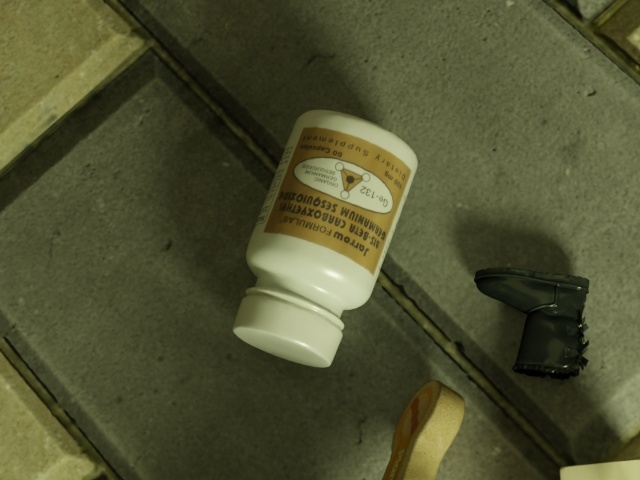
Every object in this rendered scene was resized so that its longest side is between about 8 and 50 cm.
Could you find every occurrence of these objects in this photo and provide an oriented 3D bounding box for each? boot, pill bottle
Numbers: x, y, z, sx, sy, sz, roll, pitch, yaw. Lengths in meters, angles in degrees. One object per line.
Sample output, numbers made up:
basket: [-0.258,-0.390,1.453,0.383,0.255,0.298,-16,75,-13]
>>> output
boot: [0.203,0.081,1.532,0.121,0.045,0.099,6,75,13]
pill bottle: [0.000,0.000,1.554,0.131,0.131,0.229,16,75,17]

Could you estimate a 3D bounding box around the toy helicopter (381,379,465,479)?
toy helicopter: [0.059,0.272,1.409,0.140,0.235,0.355,29,58,-9]

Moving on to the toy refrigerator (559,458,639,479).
toy refrigerator: [0.265,0.337,1.393,0.094,0.102,0.270,-7,70,9]
